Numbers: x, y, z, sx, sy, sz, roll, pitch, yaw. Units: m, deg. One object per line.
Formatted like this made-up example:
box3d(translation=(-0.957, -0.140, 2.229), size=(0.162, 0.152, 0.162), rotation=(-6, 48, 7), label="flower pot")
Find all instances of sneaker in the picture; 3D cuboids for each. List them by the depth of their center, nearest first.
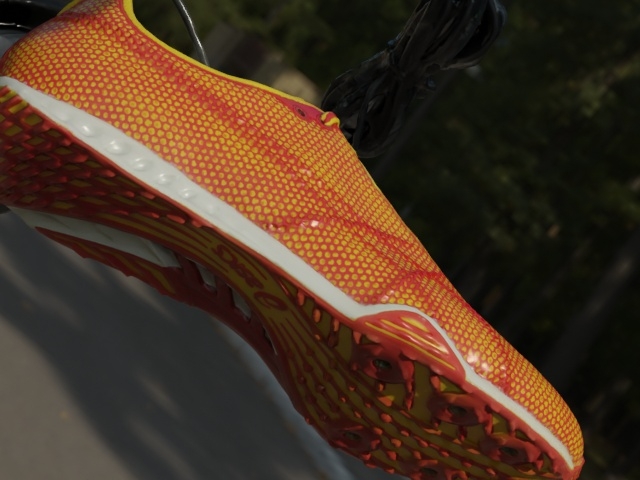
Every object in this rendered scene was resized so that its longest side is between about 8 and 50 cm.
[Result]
box3d(translation=(0.000, 0.000, 0.433), size=(0.175, 0.067, 0.064), rotation=(40, -36, -8), label="sneaker")

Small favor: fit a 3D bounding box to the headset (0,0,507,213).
box3d(translation=(-0.126, -0.126, 0.732), size=(0.394, 0.185, 0.243), rotation=(22, 53, -25), label="headset")
